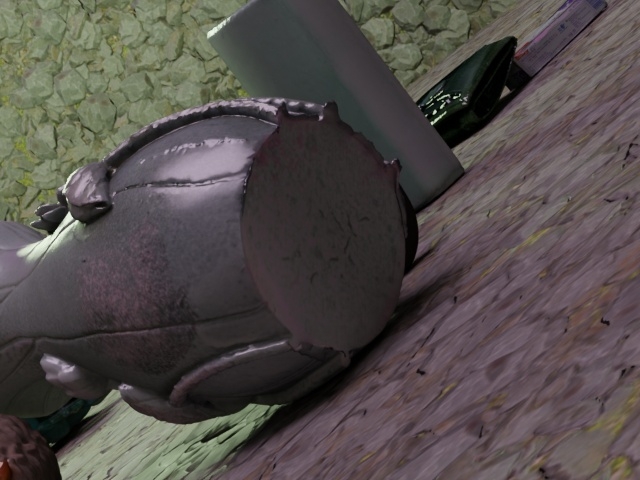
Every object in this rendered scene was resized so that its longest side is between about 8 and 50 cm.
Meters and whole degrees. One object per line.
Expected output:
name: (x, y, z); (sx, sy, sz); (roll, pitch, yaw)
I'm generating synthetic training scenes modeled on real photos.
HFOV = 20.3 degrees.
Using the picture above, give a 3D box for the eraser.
eraser: (0.013, -0.148, 1.952); (0.104, 0.290, 0.189); (-41, 9, -24)

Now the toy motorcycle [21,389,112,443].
toy motorcycle: (-0.383, 0.244, 2.418); (0.296, 0.109, 0.198); (-33, -3, 35)

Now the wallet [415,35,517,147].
wallet: (0.149, -0.161, 2.280); (0.236, 0.055, 0.160); (-33, 20, 48)

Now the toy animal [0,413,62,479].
toy animal: (-0.336, 0.245, 1.563); (0.358, 0.188, 0.226); (-30, 10, 46)

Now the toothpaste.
toothpaste: (0.301, -0.265, 2.322); (0.196, 0.040, 0.047); (-43, 6, -34)

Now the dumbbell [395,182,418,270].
dumbbell: (0.000, 0.000, 1.680); (0.140, 0.124, 0.225); (-39, 5, -14)

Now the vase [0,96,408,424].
vase: (-0.144, 0.036, 1.506); (0.445, 0.250, 0.250); (-15, 21, 44)
